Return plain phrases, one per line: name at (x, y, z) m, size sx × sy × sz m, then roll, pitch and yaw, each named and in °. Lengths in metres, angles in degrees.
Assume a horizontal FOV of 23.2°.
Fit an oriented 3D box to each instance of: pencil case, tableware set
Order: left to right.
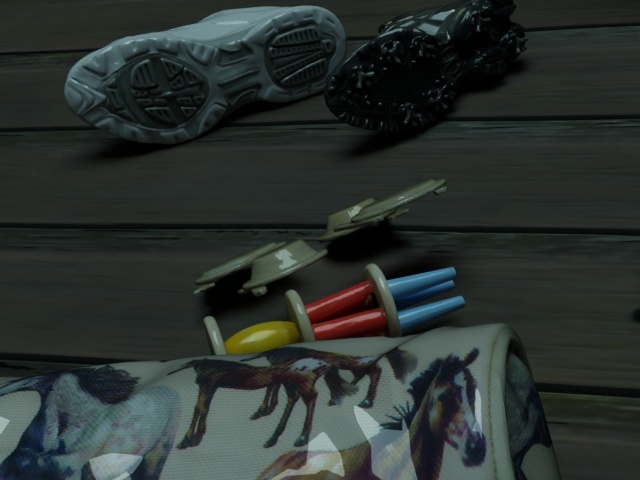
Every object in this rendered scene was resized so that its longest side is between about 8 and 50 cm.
pencil case at (-0.085, 0.127, 0.673) m, size 0.410 × 0.160 × 0.183 m, roll -5°, pitch 12°, yaw 16°
tableware set at (0.000, 0.000, 0.978) m, size 0.168 × 0.020 × 0.141 m, roll -24°, pitch 4°, yaw -15°

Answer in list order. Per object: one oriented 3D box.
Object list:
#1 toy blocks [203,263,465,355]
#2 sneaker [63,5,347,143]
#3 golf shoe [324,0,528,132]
toy blocks at (0.018, 0.061, 0.868) m, size 0.148 × 0.054 × 0.123 m, roll -18°, pitch 27°, yaw -8°
sneaker at (-0.101, -0.141, 1.285) m, size 0.232 × 0.090 × 0.115 m, roll -12°, pitch 19°, yaw -17°
golf shoe at (0.067, -0.133, 1.204) m, size 0.198 × 0.077 × 0.094 m, roll -25°, pitch 18°, yaw -35°
